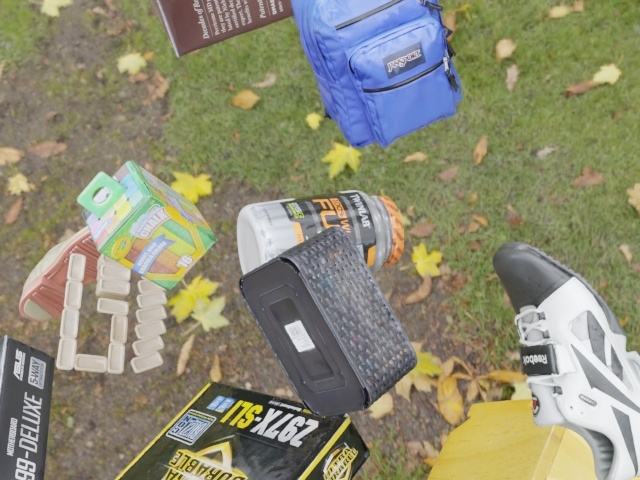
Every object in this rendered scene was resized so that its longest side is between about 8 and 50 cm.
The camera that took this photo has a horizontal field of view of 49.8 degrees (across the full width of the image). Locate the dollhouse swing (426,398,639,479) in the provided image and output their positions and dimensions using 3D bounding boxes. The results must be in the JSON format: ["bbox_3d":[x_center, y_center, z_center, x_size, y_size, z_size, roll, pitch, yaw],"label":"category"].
[{"bbox_3d":[0.360,0.479,1.080,0.346,0.305,0.315,-56,15,-30],"label":"dollhouse swing"}]

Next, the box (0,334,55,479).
[{"bbox_3d":[-0.441,0.280,0.769,0.307,0.076,0.242,-27,48,19],"label":"box"}]

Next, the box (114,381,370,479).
[{"bbox_3d":[-0.128,0.319,0.912,0.322,0.079,0.257,-2,33,49],"label":"box"}]

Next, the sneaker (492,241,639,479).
[{"bbox_3d":[0.306,0.155,0.865,0.146,0.122,0.330,-34,80,-13],"label":"sneaker"}]

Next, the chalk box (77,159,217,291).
[{"bbox_3d":[-0.308,-0.035,1.177,0.132,0.213,0.132,-47,45,6],"label":"chalk box"}]

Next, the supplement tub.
[{"bbox_3d":[0.000,0.000,1.429,0.316,0.193,0.193,-10,48,-21],"label":"supplement tub"}]

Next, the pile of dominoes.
[{"bbox_3d":[-0.394,0.142,1.321,0.196,0.040,0.251,13,55,-27],"label":"pile of dominoes"}]

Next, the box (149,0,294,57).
[{"bbox_3d":[-0.123,-0.361,0.829,0.203,0.167,0.168,-23,51,-8],"label":"box"}]

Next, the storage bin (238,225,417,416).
[{"bbox_3d":[0.006,0.090,0.750,0.084,0.122,0.180,-32,93,-38],"label":"storage bin"}]

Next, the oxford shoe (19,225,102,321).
[{"bbox_3d":[-0.577,0.025,1.659,0.397,0.140,0.146,-36,43,10],"label":"oxford shoe"}]

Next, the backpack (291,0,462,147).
[{"bbox_3d":[0.043,-0.134,0.464,0.098,0.120,0.101,-28,34,-6],"label":"backpack"}]
